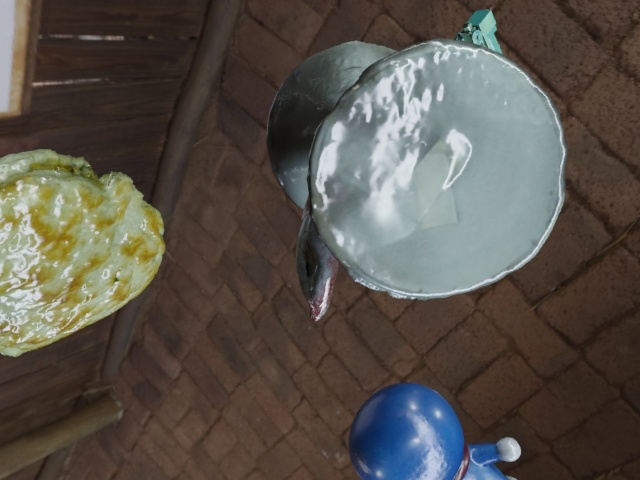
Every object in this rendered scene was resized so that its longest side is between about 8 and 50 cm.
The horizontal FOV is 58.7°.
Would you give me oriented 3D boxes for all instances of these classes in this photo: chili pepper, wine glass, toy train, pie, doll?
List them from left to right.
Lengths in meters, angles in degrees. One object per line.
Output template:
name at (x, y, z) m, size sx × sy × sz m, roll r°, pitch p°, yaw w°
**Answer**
pie at (-0.250, 0.013, 0.541) m, size 0.090 × 0.201 × 0.247 m, roll 43°, pitch 157°, yaw 23°
chili pepper at (-0.001, 0.000, 0.548) m, size 0.050 × 0.041 × 0.153 m, roll 143°, pitch 139°, yaw -70°
wine glass at (0.075, -0.100, 0.622) m, size 0.406 × 0.268 × 0.266 m, roll -113°, pitch 17°, yaw -75°
doll at (0.164, 0.311, 0.822) m, size 0.257 × 0.161 × 0.215 m, roll 43°, pitch 109°, yaw -12°
toy train at (0.170, -0.189, 0.585) m, size 0.029 × 0.045 × 0.092 m, roll 22°, pitch 160°, yaw 50°
